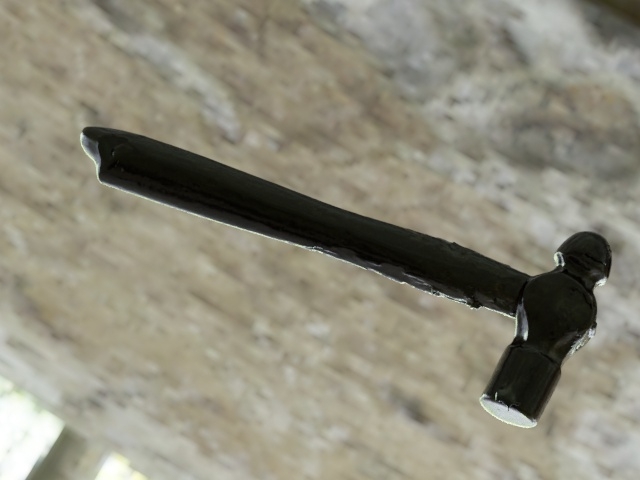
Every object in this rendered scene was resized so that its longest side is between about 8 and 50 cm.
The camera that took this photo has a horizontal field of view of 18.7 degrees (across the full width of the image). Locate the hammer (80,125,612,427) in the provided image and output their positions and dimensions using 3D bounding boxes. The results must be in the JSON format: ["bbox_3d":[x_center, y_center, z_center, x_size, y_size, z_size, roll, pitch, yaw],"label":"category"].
[{"bbox_3d":[0.000,0.000,0.603,0.178,0.065,0.021,20,-19,13],"label":"hammer"}]
